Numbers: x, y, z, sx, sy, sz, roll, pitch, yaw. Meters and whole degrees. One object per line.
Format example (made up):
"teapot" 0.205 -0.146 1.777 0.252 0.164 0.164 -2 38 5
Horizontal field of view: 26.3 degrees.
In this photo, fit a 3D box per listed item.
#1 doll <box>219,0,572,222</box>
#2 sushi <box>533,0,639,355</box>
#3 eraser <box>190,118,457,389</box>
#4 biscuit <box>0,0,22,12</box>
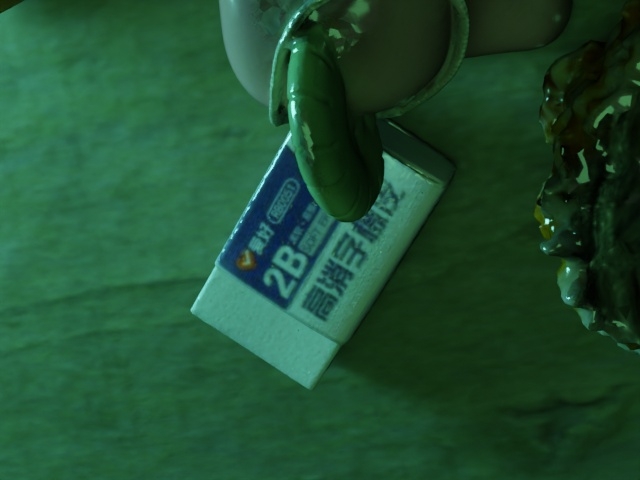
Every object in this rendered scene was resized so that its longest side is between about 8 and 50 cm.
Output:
"doll" 0.040 -0.167 0.887 0.216 0.268 0.284 -1 109 18
"sushi" 0.355 -0.043 0.893 0.418 0.176 0.417 5 110 14
"eraser" 0.000 0.000 1.067 0.124 0.068 0.210 32 115 2
"biscuit" -0.300 -0.309 0.933 0.365 0.062 0.385 -28 141 20
